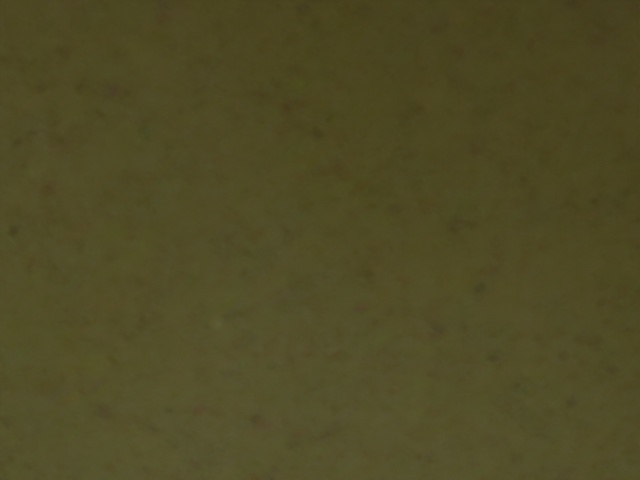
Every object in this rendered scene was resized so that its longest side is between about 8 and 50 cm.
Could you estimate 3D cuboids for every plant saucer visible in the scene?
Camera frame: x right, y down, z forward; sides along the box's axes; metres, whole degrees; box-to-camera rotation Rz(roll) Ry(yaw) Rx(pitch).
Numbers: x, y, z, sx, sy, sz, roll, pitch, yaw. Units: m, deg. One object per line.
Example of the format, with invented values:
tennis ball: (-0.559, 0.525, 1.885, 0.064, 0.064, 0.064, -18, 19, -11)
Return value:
plant saucer: (0.000, 0.000, 0.343, 0.332, 0.333, 0.081, 3, 29, 0)
